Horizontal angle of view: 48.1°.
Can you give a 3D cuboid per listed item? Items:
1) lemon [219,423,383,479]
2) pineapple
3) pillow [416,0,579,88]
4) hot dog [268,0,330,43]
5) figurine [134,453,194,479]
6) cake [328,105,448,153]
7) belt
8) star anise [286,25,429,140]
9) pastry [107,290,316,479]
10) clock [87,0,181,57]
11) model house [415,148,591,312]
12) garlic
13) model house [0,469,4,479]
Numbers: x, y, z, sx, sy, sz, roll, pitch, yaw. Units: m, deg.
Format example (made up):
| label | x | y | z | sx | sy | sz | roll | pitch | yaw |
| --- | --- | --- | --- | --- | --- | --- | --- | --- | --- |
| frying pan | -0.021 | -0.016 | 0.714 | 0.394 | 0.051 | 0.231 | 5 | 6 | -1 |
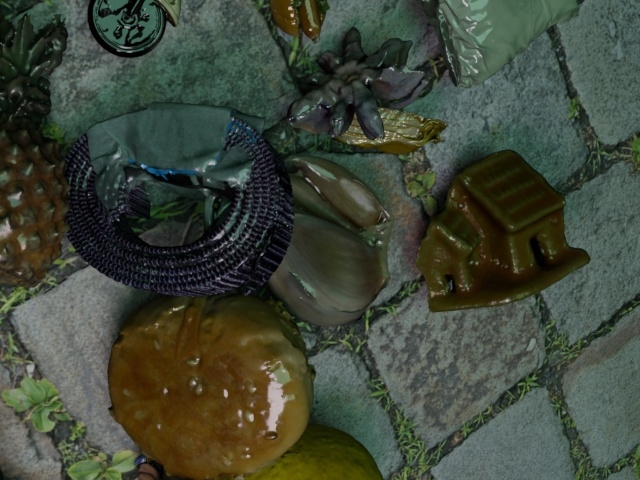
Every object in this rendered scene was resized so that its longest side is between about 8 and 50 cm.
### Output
| label | x | y | z | sx | sy | sz | roll | pitch | yaw |
| --- | --- | --- | --- | --- | --- | --- | --- | --- | --- |
| lemon | -0.031 | 0.429 | 1.150 | 0.322 | 0.268 | 0.268 | 14 | 95 | -32 |
| pineapple | -0.387 | -0.125 | 0.913 | 0.175 | 0.175 | 0.360 | 15 | 70 | -25 |
| pillow | 0.286 | -0.426 | 1.175 | 0.310 | 0.138 | 0.283 | -39 | 113 | -15 |
| hot dog | -0.043 | -0.428 | 1.072 | 0.109 | 0.072 | 0.269 | -19 | 106 | -16 |
| figurine | -0.227 | 0.380 | 1.123 | 0.126 | 0.157 | 0.114 | 32 | 108 | -30 |
| cake | 0.113 | -0.177 | 1.169 | 0.185 | 0.116 | 0.079 | 17 | 91 | -29 |
| belt | -0.196 | -0.056 | 0.976 | 0.325 | 0.122 | 0.260 | 8 | 85 | 16 |
| star anise | 0.052 | -0.231 | 1.098 | 0.237 | 0.229 | 0.093 | -26 | 144 | -5 |
| pastry | -0.152 | 0.201 | 1.059 | 0.316 | 0.184 | 0.284 | -4 | 96 | 18 |
| clock | -0.263 | -0.462 | 0.948 | 0.277 | 0.120 | 0.378 | -34 | 111 | -7 |
| model house | 0.291 | -0.018 | 1.240 | 0.268 | 0.173 | 0.239 | -26 | 110 | -19 |
| garlic | 0.000 | 0.000 | 1.106 | 0.292 | 0.210 | 0.237 | 16 | 100 | -34 |
| model house | -0.523 | 0.414 | 1.004 | 0.271 | 0.190 | 0.300 | -40 | 128 | -15 |
